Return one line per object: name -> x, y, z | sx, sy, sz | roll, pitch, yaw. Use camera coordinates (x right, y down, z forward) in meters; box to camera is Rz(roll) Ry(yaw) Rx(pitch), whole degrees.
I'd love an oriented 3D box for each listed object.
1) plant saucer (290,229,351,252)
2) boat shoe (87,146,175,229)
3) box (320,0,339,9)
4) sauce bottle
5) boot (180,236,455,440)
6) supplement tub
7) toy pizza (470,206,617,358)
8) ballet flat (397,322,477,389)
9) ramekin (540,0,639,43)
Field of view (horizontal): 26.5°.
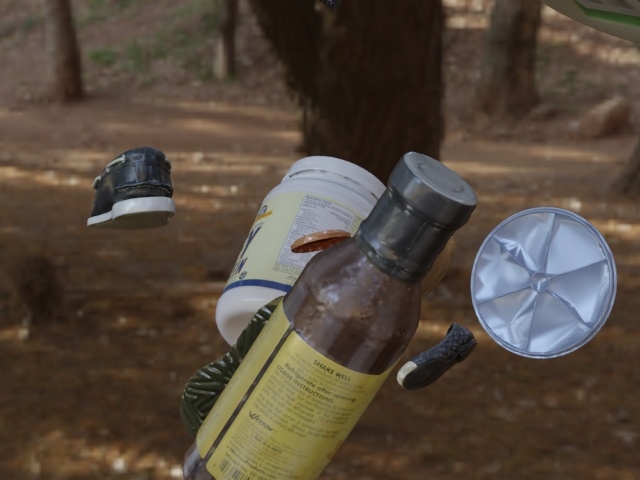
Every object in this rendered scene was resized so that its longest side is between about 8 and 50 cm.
plant saucer -> 0.000, 0.000, 1.837 | 0.084, 0.013, 0.083 | -13, -10, -2
boat shoe -> -0.257, -0.067, 1.872 | 0.114, 0.091, 0.302 | -2, -4, -22
box -> -0.003, -0.420, 2.183 | 0.083, 0.052, 0.062 | 29, 16, -30
sauce bottle -> 0.010, 0.086, 1.113 | 0.111, 0.344, 0.111 | 28, 24, -14
boot -> 0.004, 0.099, 1.407 | 0.269, 0.089, 0.236 | -28, -15, -50
supplement tub -> -0.018, 0.043, 2.310 | 0.236, 0.324, 0.235 | 16, -32, 10
toy pizza -> 0.295, 0.056, 1.798 | 0.201, 0.201, 0.032 | 5, -5, 29
ballet flat -> 0.155, 0.162, 1.881 | 0.049, 0.057, 0.173 | 38, 35, 23
ramekin -> 0.383, -0.352, 1.675 | 0.303, 0.148, 0.303 | 23, -1, 1
